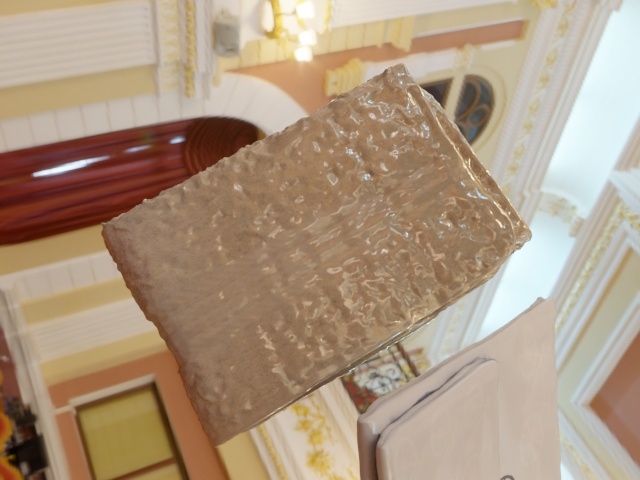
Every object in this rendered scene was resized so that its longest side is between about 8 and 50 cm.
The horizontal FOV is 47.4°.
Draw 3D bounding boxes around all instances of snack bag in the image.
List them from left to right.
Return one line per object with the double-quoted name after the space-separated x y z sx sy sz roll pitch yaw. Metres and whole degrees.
0.142 0.238 0.593 0.037 0.343 0.322 0 -80 37 "snack bag"

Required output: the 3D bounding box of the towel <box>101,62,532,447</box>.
0.000 0.000 0.546 0.187 0.282 0.049 58 -12 13 "towel"
